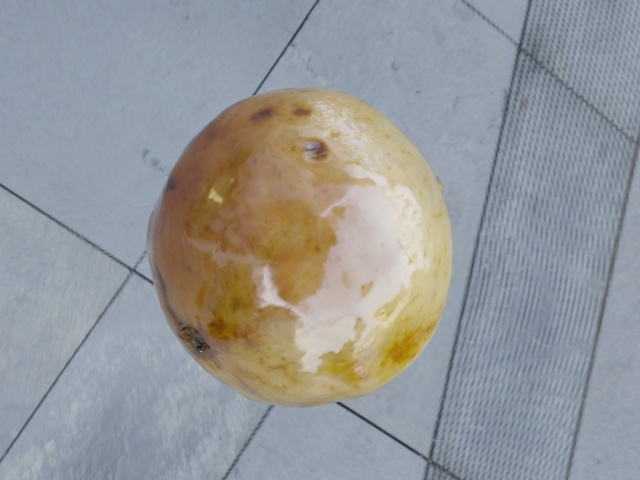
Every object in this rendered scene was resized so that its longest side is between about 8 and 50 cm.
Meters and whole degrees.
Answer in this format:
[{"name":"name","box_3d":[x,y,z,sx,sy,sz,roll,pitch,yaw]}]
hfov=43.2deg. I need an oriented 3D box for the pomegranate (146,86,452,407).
[{"name":"pomegranate","box_3d":[0.000,0.000,0.978,0.410,0.410,0.410,-1,92,-14]}]
